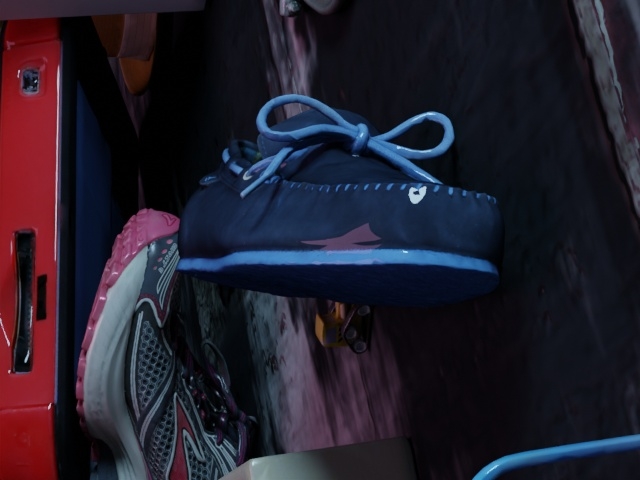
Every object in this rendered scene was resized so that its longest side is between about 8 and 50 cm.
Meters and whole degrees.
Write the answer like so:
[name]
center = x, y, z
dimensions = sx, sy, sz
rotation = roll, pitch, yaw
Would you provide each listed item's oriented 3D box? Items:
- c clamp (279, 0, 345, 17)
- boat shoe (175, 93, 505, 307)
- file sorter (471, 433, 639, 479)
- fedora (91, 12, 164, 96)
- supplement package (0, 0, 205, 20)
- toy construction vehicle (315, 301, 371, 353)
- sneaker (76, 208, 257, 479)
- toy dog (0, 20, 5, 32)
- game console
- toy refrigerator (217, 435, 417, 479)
[c clamp]
center = -0.010, -0.189, 0.753
dimensions = 0.137, 0.022, 0.160
rotation = -123, 31, -55
[boat shoe]
center = -0.007, -0.022, 0.636
dimensions = 0.258, 0.109, 0.089
rotation = 3, 79, 59
[file sorter]
center = 0.111, 0.122, 0.336
dimensions = 0.170, 0.104, 0.118
rotation = -150, 57, -69
[fedora]
center = -0.183, -0.216, 1.189
dimensions = 0.194, 0.079, 0.194
rotation = 175, 90, -72
[supplement package]
center = -0.179, -0.276, 0.970
dimensions = 0.149, 0.194, 0.203
rotation = 112, 148, -55
[toy construction vehicle]
center = 0.000, 0.000, 0.755
dimensions = 0.086, 0.035, 0.098
rotation = -122, 32, -55
[sneaker]
center = -0.098, 0.117, 0.964
dimensions = 0.121, 0.112, 0.299
rotation = -81, -8, -63
[toy dog]
center = -0.381, -0.412, 1.430
dimensions = 0.395, 0.285, 0.408
rotation = 122, 141, -62
[game console]
center = -0.179, 0.036, 1.101
dimensions = 0.342, 0.060, 0.386
rotation = 71, -164, -71
[toy refrigerator]
center = 0.010, 0.243, 0.701
dimensions = 0.102, 0.094, 0.269
rotation = 135, 127, -67
